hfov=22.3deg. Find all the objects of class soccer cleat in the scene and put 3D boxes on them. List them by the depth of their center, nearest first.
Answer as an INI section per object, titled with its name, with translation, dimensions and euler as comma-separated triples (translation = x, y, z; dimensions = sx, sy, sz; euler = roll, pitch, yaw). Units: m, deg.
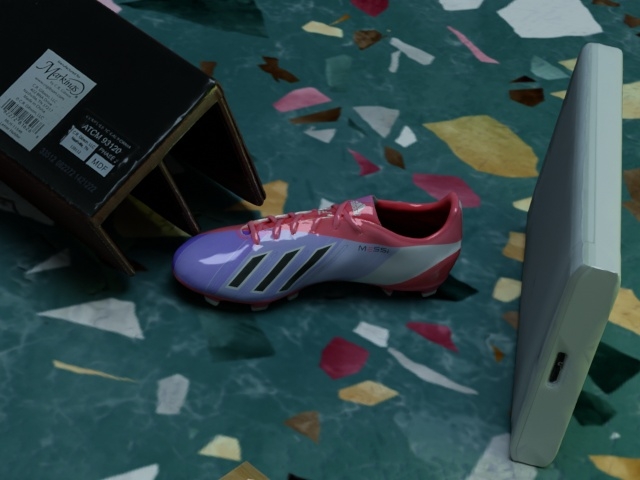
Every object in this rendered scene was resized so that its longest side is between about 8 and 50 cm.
[soccer cleat]
translation = 0.000, 0.000, 1.352
dimensions = 0.248, 0.095, 0.083
euler = 0, 40, -16

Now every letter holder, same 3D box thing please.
[letter holder]
translation = -0.216, -0.100, 1.395
dimensions = 0.302, 0.214, 0.152
euler = 35, 75, 25

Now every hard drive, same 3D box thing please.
[hard drive]
translation = 0.201, 0.004, 1.316
dimensions = 0.040, 0.203, 0.307
euler = 13, 38, 0

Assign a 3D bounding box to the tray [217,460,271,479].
[tray]
translation = 0.027, 0.322, 0.981
dimensions = 0.411, 0.076, 0.203
euler = 36, 44, 25
